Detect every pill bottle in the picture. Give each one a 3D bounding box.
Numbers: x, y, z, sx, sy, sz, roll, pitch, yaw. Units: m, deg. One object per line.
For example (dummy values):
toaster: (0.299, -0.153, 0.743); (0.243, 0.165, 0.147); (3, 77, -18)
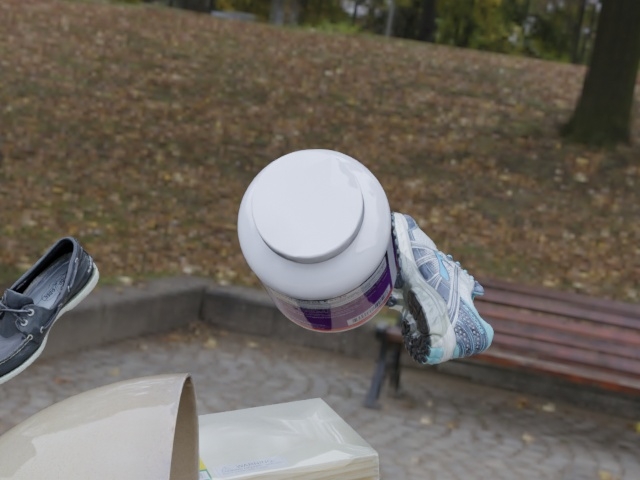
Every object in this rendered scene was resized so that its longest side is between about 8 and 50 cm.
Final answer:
pill bottle: (0.000, 0.000, 1.411); (0.181, 0.182, 0.323); (10, -14, 9)

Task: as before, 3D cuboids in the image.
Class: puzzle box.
puzzle box: (-0.149, 0.323, 1.699); (0.408, 0.052, 0.272); (-6, 12, -17)

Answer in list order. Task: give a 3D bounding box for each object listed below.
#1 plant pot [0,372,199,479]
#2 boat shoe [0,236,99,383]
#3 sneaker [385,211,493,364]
plant pot: (-0.215, 0.260, 1.024); (0.190, 0.284, 0.284); (1, 5, 0)
boat shoe: (-0.533, 0.119, 2.093); (0.127, 0.113, 0.340); (21, 49, 27)
sneaker: (0.161, 0.069, 1.646); (0.122, 0.110, 0.283); (1, 42, -18)
